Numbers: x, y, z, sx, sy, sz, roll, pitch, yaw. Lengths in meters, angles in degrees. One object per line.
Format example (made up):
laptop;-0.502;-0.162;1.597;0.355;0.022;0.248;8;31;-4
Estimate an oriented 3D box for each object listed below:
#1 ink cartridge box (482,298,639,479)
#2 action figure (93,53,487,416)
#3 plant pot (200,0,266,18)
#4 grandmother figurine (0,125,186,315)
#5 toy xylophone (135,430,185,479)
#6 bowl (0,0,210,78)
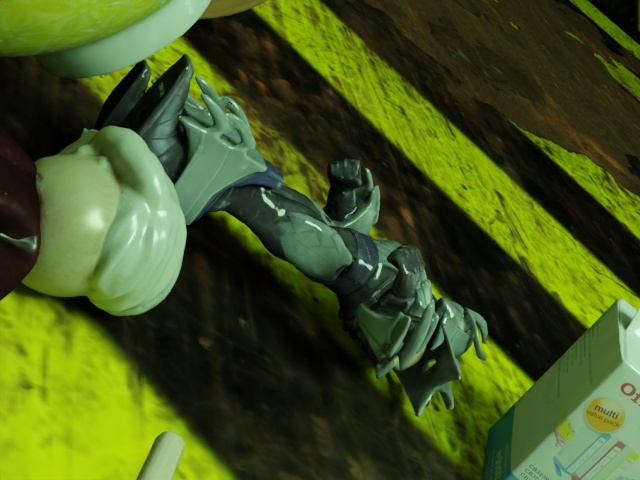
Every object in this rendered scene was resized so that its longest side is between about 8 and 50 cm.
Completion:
ink cartridge box;0.176;0.113;0.703;0.092;0.143;0.090;37;24;-3
action figure;0.000;0.000;0.710;0.285;0.099;0.185;33;8;-25
plant pot;-0.101;-0.315;0.937;0.290;0.291;0.204;24;43;-30
grandmother figurine;-0.197;-0.035;0.504;0.342;0.104;0.208;18;46;-44
toy xylophone;-0.001;0.193;0.387;0.236;0.081;0.323;37;24;-3
bowl;-0.141;-0.184;0.657;0.289;0.289;0.156;-107;174;-52
